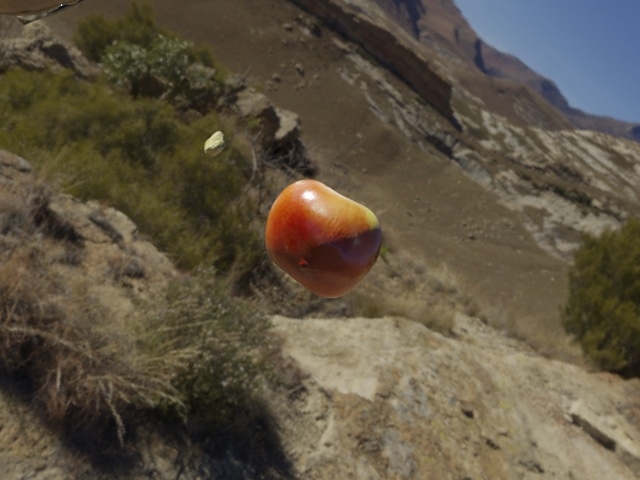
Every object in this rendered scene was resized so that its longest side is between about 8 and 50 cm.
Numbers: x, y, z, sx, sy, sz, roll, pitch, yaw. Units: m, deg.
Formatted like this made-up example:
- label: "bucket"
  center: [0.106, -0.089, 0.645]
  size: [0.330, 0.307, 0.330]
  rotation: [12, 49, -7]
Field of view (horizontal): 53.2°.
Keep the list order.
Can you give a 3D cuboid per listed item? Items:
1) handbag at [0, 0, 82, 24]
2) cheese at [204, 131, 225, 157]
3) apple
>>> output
- label: "handbag"
  center: [-0.270, -0.350, 0.673]
  size: [0.149, 0.283, 0.302]
  rotation: [44, 48, 3]
- label: "cheese"
  center: [-0.195, -0.178, 1.188]
  size: [0.030, 0.044, 0.083]
  rotation: [40, 7, -20]
- label: "apple"
  center: [0.000, 0.000, 0.868]
  size: [0.163, 0.139, 0.163]
  rotation: [28, 4, -2]
